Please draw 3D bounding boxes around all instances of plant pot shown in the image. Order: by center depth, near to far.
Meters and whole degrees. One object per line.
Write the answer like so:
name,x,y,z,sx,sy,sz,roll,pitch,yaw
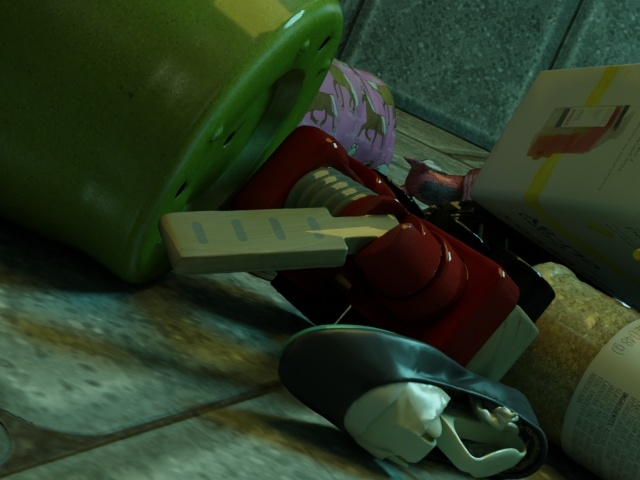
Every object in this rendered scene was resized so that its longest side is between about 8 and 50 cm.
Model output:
plant pot,-0.189,-0.162,0.892,0.353,0.366,0.366,38,13,7

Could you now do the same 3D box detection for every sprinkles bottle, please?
sprinkles bottle,0.265,0.142,0.861,0.355,0.121,0.121,31,13,35

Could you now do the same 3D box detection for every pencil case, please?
pencil case,-0.046,-0.112,1.292,0.167,0.160,0.386,3,3,22

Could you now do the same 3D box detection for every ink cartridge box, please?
ink cartridge box,0.344,-0.022,1.180,0.279,0.160,0.384,33,-4,-16

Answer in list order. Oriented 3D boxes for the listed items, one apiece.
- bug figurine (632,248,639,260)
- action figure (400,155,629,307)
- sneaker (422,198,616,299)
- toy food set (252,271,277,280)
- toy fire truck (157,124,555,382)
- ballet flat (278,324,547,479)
bug figurine,0.324,0.101,0.979,0.216,0.072,0.279,36,-17,22
action figure,0.254,-0.023,1.619,0.370,0.248,0.276,7,59,-18
sneaker,0.198,0.026,1.384,0.271,0.100,0.108,11,-17,-26
toy food set,-0.052,0.009,1.098,0.078,0.019,0.122,19,20,-22
toy fire truck,0.000,0.000,0.850,0.217,0.158,0.246,36,-8,46
ballet flat,0.065,0.103,0.770,0.203,0.074,0.074,23,9,-39
